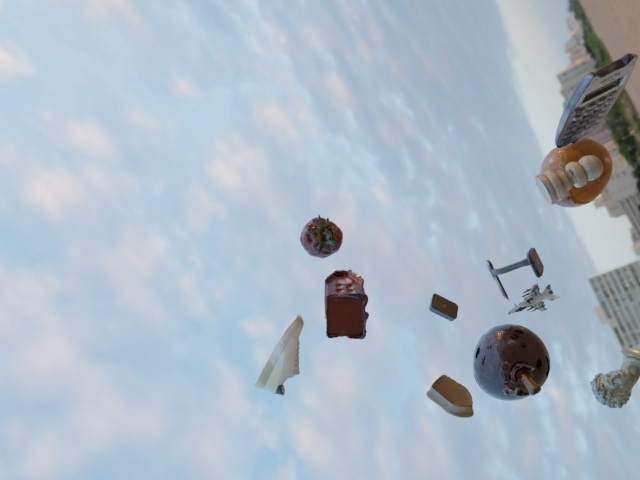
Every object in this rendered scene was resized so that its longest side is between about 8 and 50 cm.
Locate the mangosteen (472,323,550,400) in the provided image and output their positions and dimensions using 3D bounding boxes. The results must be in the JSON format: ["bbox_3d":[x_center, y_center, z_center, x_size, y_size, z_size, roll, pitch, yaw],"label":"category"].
[{"bbox_3d":[0.577,0.377,1.734,0.235,0.235,0.261,54,-177,-14],"label":"mangosteen"}]

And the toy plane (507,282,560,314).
[{"bbox_3d":[0.924,0.263,2.555,0.082,0.234,0.160,-86,-29,-58],"label":"toy plane"}]

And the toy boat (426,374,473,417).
[{"bbox_3d":[0.513,0.606,2.250,0.188,0.061,0.116,32,-137,31],"label":"toy boat"}]

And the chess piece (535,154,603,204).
[{"bbox_3d":[0.692,-0.177,1.609,0.094,0.170,0.094,58,-168,-19],"label":"chess piece"}]

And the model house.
[{"bbox_3d":[0.090,0.234,2.237,0.254,0.160,0.196,-100,9,-68],"label":"model house"}]

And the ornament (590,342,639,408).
[{"bbox_3d":[1.023,0.437,1.931,0.130,0.285,0.120,51,178,-21],"label":"ornament"}]

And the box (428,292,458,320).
[{"bbox_3d":[0.522,0.286,2.477,0.126,0.031,0.091,26,-136,-4],"label":"box"}]

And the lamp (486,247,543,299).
[{"bbox_3d":[0.854,0.161,2.543,0.124,0.283,0.203,-34,-84,-40],"label":"lamp"}]

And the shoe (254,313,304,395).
[{"bbox_3d":[-0.098,0.353,1.772,0.110,0.265,0.095,31,-168,-4],"label":"shoe"}]

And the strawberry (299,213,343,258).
[{"bbox_3d":[0.004,-0.006,1.759,0.131,0.131,0.148,64,180,3],"label":"strawberry"}]

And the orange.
[{"bbox_3d":[0.812,-0.220,1.870,0.240,0.240,0.171,32,-168,-41],"label":"orange"}]

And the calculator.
[{"bbox_3d":[0.657,-0.326,1.411,0.040,0.177,0.268,56,163,31],"label":"calculator"}]
